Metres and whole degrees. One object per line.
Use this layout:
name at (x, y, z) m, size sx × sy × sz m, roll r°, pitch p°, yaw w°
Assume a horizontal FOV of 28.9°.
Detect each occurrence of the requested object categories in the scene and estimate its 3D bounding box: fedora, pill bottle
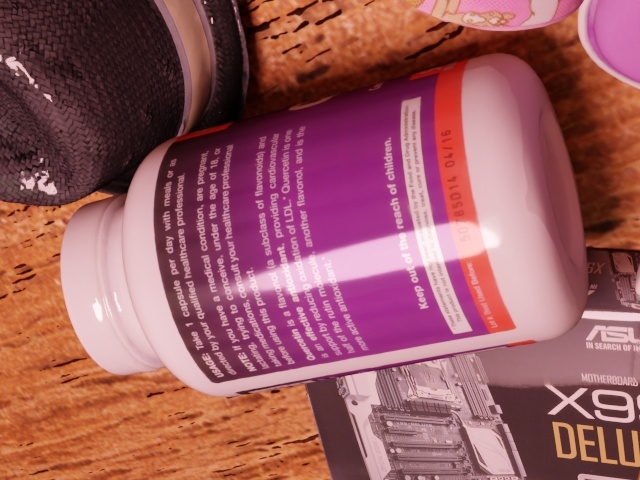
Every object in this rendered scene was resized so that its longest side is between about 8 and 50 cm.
fedora at (-0.221, -0.138, 0.876) m, size 0.334 × 0.152 × 0.334 m, roll 14°, pitch 130°, yaw 17°
pill bottle at (0.000, 0.000, 0.813) m, size 0.323 × 0.181 × 0.181 m, roll -12°, pitch 119°, yaw 20°

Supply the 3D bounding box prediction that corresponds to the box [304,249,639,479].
box at (0.143, 0.122, 0.941) m, size 0.307 × 0.076 × 0.242 m, roll 3°, pitch 125°, yaw 26°

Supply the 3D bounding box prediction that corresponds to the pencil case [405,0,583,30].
pencil case at (0.121, -0.282, 0.571) m, size 0.160 × 0.167 × 0.386 m, roll 58°, pitch 145°, yaw 34°

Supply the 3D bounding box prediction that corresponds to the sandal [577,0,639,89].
sandal at (0.336, -0.089, 0.643) m, size 0.416 × 0.102 × 0.169 m, roll 11°, pitch 141°, yaw 18°

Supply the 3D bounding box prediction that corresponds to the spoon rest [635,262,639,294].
spoon rest at (0.338, 0.025, 0.779) m, size 0.276 × 0.084 × 0.137 m, roll 16°, pitch 133°, yaw -2°

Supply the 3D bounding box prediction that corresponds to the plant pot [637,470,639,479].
plant pot at (0.331, 0.185, 0.767) m, size 0.254 × 0.237 × 0.237 m, roll 20°, pitch 132°, yaw 4°
